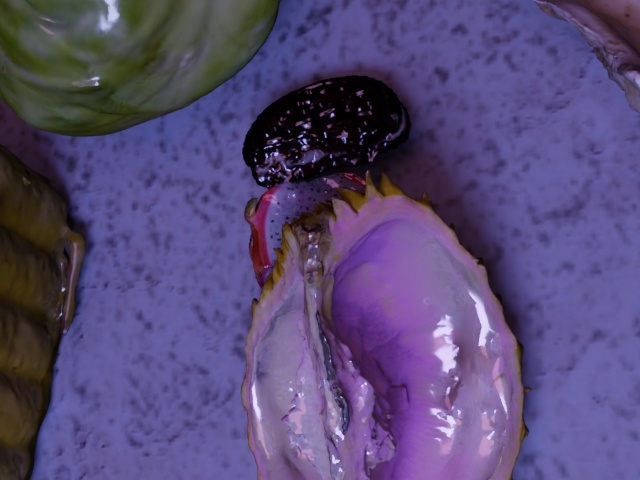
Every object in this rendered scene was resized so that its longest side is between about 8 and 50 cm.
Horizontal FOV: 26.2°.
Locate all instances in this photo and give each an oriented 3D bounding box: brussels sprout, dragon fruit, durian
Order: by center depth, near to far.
[{"bbox_3d":[0.024,0.080,0.671,0.165,0.132,0.182,-35,81,12],"label":"durian"},{"bbox_3d":[0.000,0.000,0.741,0.083,0.060,0.056,-13,64,-9],"label":"dragon fruit"},{"bbox_3d":[-0.119,-0.164,0.771,0.223,0.161,0.223,-21,55,33],"label":"brussels sprout"}]

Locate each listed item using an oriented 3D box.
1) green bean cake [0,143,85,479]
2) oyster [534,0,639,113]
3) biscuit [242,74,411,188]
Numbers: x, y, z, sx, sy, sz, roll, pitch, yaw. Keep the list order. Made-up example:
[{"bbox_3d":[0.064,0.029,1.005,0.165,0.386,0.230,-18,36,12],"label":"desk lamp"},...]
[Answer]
[{"bbox_3d":[-0.264,0.051,0.789,0.224,0.131,0.230,4,77,19],"label":"green bean cake"},{"bbox_3d":[0.185,-0.115,0.685,0.161,0.107,0.233,-28,52,18],"label":"oyster"},{"bbox_3d":[0.002,-0.058,0.748,0.089,0.027,0.087,-40,40,-24],"label":"biscuit"}]
